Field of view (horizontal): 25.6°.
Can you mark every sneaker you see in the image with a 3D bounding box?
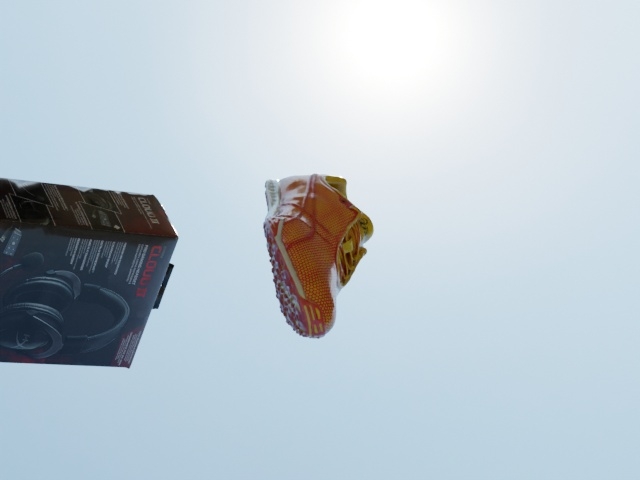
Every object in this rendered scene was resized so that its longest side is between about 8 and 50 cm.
[{"bbox_3d":[0.000,0.000,0.863,0.067,0.064,0.175,-8,-151,1],"label":"sneaker"}]

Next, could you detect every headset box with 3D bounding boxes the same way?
[{"bbox_3d":[-0.095,0.013,0.516,0.083,0.062,0.032,7,-150,-31],"label":"headset box"}]
